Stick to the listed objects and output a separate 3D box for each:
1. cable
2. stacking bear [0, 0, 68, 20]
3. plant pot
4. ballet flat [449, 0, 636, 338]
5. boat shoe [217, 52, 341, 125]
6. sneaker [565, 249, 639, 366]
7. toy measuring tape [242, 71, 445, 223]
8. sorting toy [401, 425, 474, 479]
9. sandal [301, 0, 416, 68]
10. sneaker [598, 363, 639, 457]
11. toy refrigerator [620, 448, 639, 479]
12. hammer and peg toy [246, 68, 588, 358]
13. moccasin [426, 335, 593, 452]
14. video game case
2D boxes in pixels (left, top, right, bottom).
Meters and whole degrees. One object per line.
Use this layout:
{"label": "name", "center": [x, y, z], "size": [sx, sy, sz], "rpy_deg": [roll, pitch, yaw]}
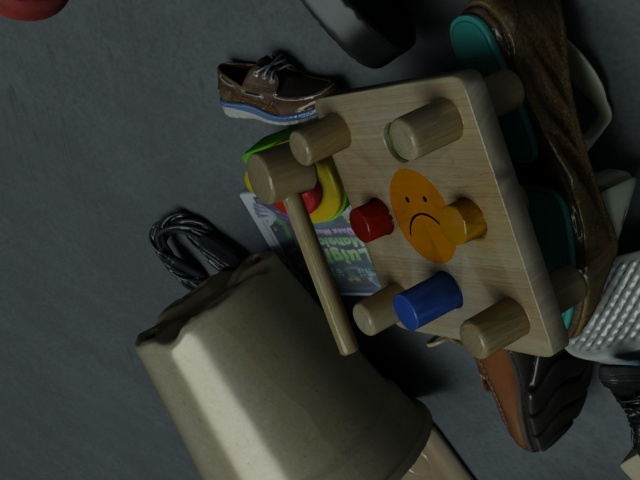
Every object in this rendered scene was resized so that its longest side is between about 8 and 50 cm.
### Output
{"label": "cable", "center": [-0.173, 0.032, 1.577], "size": [0.184, 0.047, 0.150], "rpy_deg": [31, 148, 11]}
{"label": "stacking bear", "center": [-0.292, -0.383, 1.165], "size": [0.164, 0.175, 0.289], "rpy_deg": [48, 137, -4]}
{"label": "plant pot", "center": [-0.074, 0.197, 1.418], "size": [0.334, 0.334, 0.305], "rpy_deg": [-21, 106, 52]}
{"label": "ballet flat", "center": [0.224, -0.077, 0.999], "size": [0.116, 0.124, 0.342], "rpy_deg": [17, 129, 65]}
{"label": "boat shoe", "center": [-0.056, -0.175, 1.222], "size": [0.183, 0.066, 0.066], "rpy_deg": [5, 129, 41]}
{"label": "sneaker", "center": [0.390, 0.056, 0.987], "size": [0.150, 0.135, 0.366], "rpy_deg": [9, 171, -28]}
{"label": "toy measuring tape", "center": [0.036, -0.089, 1.191], "size": [0.330, 0.121, 0.121], "rpy_deg": [-15, 116, 44]}
{"label": "sorting toy", "center": [0.141, 0.353, 1.613], "size": [0.208, 0.038, 0.193], "rpy_deg": [-19, 113, 47]}
{"label": "sandal", "center": [-0.045, -0.358, 0.977], "size": [0.107, 0.167, 0.446], "rpy_deg": [-34, 109, 29]}
{"label": "sneaker", "center": [0.322, 0.171, 1.039], "size": [0.051, 0.089, 0.170], "rpy_deg": [-3, 167, 44]}
{"label": "toy refrigerator", "center": [0.440, 0.198, 1.115], "size": [0.102, 0.094, 0.269], "rpy_deg": [45, 145, 10]}
{"label": "hammer and peg toy", "center": [0.080, -0.021, 1.028], "size": [0.361, 0.127, 0.266], "rpy_deg": [3, 116, 62]}
{"label": "moccasin", "center": [0.197, 0.077, 1.185], "size": [0.147, 0.139, 0.380], "rpy_deg": [20, 144, 50]}
{"label": "video game case", "center": [0.000, 0.000, 1.388], "size": [0.190, 0.022, 0.173], "rpy_deg": [-3, 125, 45]}
